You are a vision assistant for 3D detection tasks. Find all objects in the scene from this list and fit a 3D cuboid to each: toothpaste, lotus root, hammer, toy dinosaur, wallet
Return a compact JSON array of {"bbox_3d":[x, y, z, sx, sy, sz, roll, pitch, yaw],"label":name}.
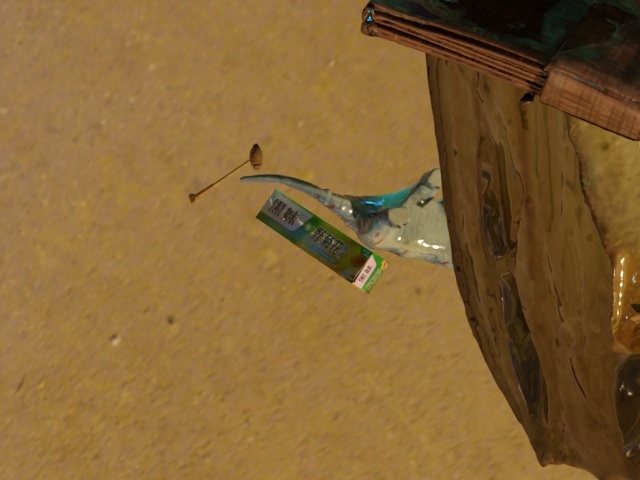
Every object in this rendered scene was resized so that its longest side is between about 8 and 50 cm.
[{"bbox_3d":[0.000,0.000,1.502,0.037,0.178,0.043,33,90,-48],"label":"toothpaste"},{"bbox_3d":[0.174,-0.026,0.778,0.142,0.210,0.314,-14,102,-23],"label":"lotus root"},{"bbox_3d":[-0.097,-0.063,1.377,0.014,0.123,0.029,13,61,-37],"label":"hammer"},{"bbox_3d":[0.095,-0.018,1.297,0.329,0.144,0.076,21,69,-34],"label":"toy dinosaur"},{"bbox_3d":[0.145,-0.097,0.622,0.230,0.042,0.124,25,56,16],"label":"wallet"}]
